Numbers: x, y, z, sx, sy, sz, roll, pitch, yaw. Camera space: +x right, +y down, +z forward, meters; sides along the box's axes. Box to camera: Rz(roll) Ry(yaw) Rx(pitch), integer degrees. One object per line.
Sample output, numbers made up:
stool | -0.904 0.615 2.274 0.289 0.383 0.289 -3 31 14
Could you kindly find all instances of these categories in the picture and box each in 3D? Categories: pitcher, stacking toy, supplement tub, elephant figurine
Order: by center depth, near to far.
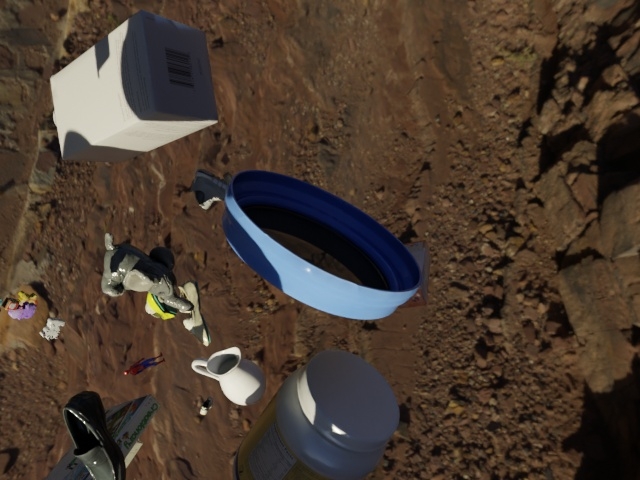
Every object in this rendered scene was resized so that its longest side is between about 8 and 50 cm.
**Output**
supplement tub | -0.014 0.408 0.932 0.241 0.331 0.241 25 28 -14
stacking toy | -0.728 0.158 1.051 0.167 0.221 0.052 24 84 31
elephant figurine | -0.486 0.097 1.309 0.240 0.186 0.169 8 76 12
pitcher | -0.269 0.405 1.362 0.207 0.178 0.125 62 31 -42

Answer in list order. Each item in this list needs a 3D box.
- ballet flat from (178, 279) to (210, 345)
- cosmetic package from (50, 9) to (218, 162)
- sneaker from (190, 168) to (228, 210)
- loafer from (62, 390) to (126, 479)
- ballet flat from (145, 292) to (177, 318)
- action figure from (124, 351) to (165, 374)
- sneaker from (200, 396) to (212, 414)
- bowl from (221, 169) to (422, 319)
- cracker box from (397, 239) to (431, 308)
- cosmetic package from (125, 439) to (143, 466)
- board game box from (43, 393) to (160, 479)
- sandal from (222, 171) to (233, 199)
ballet flat | -0.458 0.263 1.630 0.086 0.086 0.248 -8 67 -27
cosmetic package | -0.403 -0.298 0.958 0.155 0.366 0.196 -9 91 -52
sneaker | -0.366 -0.154 1.658 0.229 0.086 0.132 28 101 -6
loafer | -0.457 0.415 0.913 0.076 0.078 0.223 -15 96 13
ballet flat | -0.636 0.262 1.782 0.077 0.231 0.077 -24 66 -5
action figure | -0.523 0.369 1.353 0.115 0.030 0.038 -22 120 -20
sneaker | -0.415 0.602 1.679 0.032 0.036 0.083 16 21 0
bowl | 0.000 0.000 0.849 0.391 0.077 0.391 25 22 -11
cracker box | 0.224 0.098 1.293 0.067 0.156 0.232 66 27 -25
cosmetic package | -0.571 0.617 1.301 0.041 0.060 0.115 24 71 30
board game box | -0.543 0.517 1.099 0.053 0.193 0.305 60 22 -17
sandal | -0.229 -0.072 1.304 0.055 0.097 0.254 -21 102 -3
